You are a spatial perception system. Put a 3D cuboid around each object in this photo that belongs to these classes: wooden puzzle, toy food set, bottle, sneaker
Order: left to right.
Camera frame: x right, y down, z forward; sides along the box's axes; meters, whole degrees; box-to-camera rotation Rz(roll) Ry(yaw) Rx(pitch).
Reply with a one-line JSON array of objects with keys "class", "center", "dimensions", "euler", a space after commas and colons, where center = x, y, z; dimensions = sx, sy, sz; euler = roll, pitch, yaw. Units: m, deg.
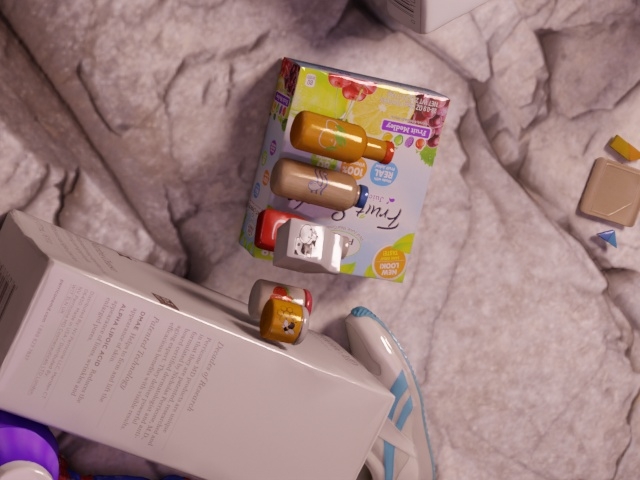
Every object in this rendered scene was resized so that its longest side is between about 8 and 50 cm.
[{"class": "bottle", "center": [-0.308, 0.197, 1.491], "dimensions": [0.118, 0.283, 0.092], "euler": [30, 91, -26]}, {"class": "toy food set", "center": [0.000, 0.000, 1.561], "dimensions": [0.104, 0.111, 0.232], "euler": [14, 69, -19]}, {"class": "sneaker", "center": [0.059, 0.183, 1.730], "dimensions": [0.092, 0.087, 0.228], "euler": [-18, 108, -12]}, {"class": "wooden puzzle", "center": [0.338, -0.057, 1.807], "dimensions": [0.078, 0.014, 0.116], "euler": [24, 95, -20]}]

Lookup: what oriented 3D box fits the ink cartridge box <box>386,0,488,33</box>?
[{"class": "ink cartridge box", "center": [0.201, -0.408, 1.550], "dimensions": [0.330, 0.071, 0.324], "euler": [-32, 139, -29]}]

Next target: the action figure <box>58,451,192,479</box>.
[{"class": "action figure", "center": [-0.213, 0.279, 1.633], "dimensions": [0.280, 0.139, 0.091], "euler": [15, 97, -20]}]

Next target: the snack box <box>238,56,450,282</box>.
[{"class": "snack box", "center": [0.025, -0.072, 1.656], "dimensions": [0.174, 0.070, 0.207], "euler": [9, 103, -21]}]

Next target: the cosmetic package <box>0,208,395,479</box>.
[{"class": "cosmetic package", "center": [-0.146, 0.126, 1.571], "dimensions": [0.385, 0.217, 0.156], "euler": [22, 96, -25]}]
